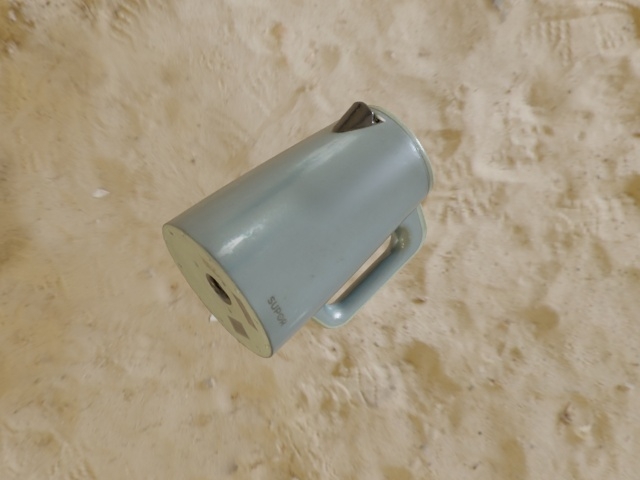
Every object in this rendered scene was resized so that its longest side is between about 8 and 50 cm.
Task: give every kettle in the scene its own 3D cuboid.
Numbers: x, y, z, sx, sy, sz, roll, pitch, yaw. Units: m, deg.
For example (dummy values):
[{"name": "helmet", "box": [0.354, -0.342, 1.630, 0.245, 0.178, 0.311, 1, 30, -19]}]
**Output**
[{"name": "kettle", "box": [0.000, 0.000, 0.929, 0.243, 0.160, 0.210, -38, 125, -19]}]
